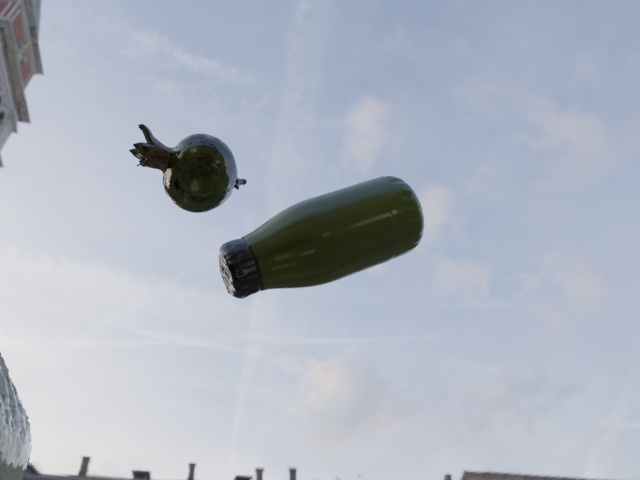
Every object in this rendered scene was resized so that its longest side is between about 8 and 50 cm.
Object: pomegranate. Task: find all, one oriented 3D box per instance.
[{"bbox_3d":[-0.255,-0.149,1.087,0.220,0.156,0.156,40,-54,-7],"label":"pomegranate"}]

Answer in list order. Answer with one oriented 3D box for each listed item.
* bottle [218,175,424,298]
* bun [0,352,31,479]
[{"bbox_3d":[0.000,0.000,0.724,0.260,0.112,0.112,-19,-39,-22],"label":"bottle"},{"bbox_3d":[-0.379,0.095,0.426,0.219,0.365,0.365,-28,-36,-27],"label":"bun"}]
